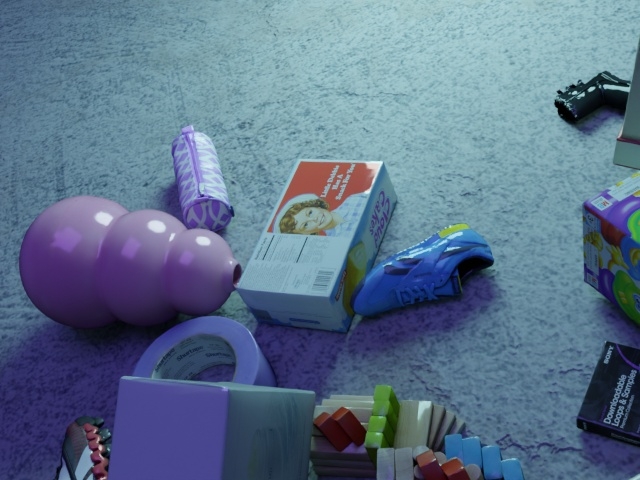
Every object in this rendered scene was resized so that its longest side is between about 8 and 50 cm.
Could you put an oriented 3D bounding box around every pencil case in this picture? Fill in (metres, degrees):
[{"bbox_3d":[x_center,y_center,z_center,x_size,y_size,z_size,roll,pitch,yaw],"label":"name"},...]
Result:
[{"bbox_3d":[-0.208,-0.102,1.416,0.086,0.088,0.206,-22,45,0],"label":"pencil case"}]

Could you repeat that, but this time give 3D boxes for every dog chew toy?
[{"bbox_3d":[-0.280,0.039,1.252,0.332,0.206,0.206,4,52,16],"label":"dog chew toy"}]

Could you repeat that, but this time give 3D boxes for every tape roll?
[{"bbox_3d":[-0.159,0.202,1.132,0.189,0.080,0.189,-12,48,13],"label":"tape roll"}]

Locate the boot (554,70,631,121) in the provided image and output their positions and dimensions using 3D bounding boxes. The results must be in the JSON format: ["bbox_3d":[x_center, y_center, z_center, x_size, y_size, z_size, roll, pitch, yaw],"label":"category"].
[{"bbox_3d":[0.430,-0.215,1.283,0.099,0.045,0.121,-29,39,-7],"label":"boot"}]

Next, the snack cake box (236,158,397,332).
[{"bbox_3d":[0.000,0.000,1.239,0.152,0.089,0.264,3,52,27],"label":"snack cake box"}]

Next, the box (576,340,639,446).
[{"bbox_3d":[0.392,0.187,0.952,0.162,0.029,0.116,12,55,31],"label":"box"}]

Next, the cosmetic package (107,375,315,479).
[{"bbox_3d":[-0.115,0.268,0.901,0.138,0.225,0.224,1,80,24],"label":"cosmetic package"}]

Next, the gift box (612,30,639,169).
[{"bbox_3d":[0.549,-0.220,1.081,0.255,0.258,0.276,21,51,26],"label":"gift box"}]

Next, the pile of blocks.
[{"bbox_3d":[0.130,0.248,0.948,0.362,0.112,0.149,21,61,35],"label":"pile of blocks"}]

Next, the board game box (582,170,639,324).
[{"bbox_3d":[0.451,0.043,0.954,0.144,0.142,0.275,-28,41,-12],"label":"board game box"}]

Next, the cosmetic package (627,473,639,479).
[{"bbox_3d":[0.440,0.246,0.791,0.310,0.160,0.113,-28,46,-1],"label":"cosmetic package"}]

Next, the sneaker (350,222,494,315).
[{"bbox_3d":[0.142,0.054,1.147,0.209,0.069,0.082,-29,49,-4],"label":"sneaker"}]

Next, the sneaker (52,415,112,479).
[{"bbox_3d":[-0.312,0.341,1.043,0.135,0.097,0.276,-12,45,-14],"label":"sneaker"}]
